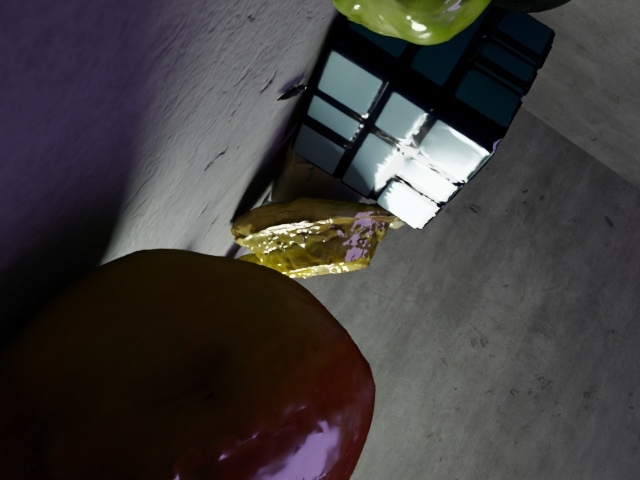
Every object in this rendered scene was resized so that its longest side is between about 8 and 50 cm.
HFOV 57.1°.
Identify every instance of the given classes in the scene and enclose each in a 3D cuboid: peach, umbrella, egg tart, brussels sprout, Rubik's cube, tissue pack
[{"bbox_3d":[-0.128,0.154,0.514,0.372,0.372,0.290,-48,140,-85],"label":"peach"},{"bbox_3d":[-0.036,-0.207,0.815,0.022,0.013,0.122,-32,-170,23],"label":"umbrella"},{"bbox_3d":[-0.003,0.000,1.117,0.341,0.341,0.129,122,-38,-78],"label":"egg tart"},{"bbox_3d":[0.104,-0.281,0.530,0.223,0.161,0.223,-49,-175,6],"label":"brussels sprout"},{"bbox_3d":[0.154,-0.238,0.952,0.288,0.283,0.293,-55,177,-30],"label":"Rubik's cube"},{"bbox_3d":[0.006,-0.121,1.167,0.222,0.186,0.090,122,-35,-61],"label":"tissue pack"}]

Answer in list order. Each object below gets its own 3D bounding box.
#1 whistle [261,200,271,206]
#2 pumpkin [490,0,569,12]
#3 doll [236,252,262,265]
[{"bbox_3d":[-0.120,-0.058,1.300,0.035,0.035,0.100,-54,180,-31],"label":"whistle"},{"bbox_3d":[0.278,-0.457,0.764,0.300,0.207,0.300,8,90,-79],"label":"pumpkin"},{"bbox_3d":[-0.206,0.130,1.371,0.237,0.111,0.252,-56,171,-28],"label":"doll"}]
